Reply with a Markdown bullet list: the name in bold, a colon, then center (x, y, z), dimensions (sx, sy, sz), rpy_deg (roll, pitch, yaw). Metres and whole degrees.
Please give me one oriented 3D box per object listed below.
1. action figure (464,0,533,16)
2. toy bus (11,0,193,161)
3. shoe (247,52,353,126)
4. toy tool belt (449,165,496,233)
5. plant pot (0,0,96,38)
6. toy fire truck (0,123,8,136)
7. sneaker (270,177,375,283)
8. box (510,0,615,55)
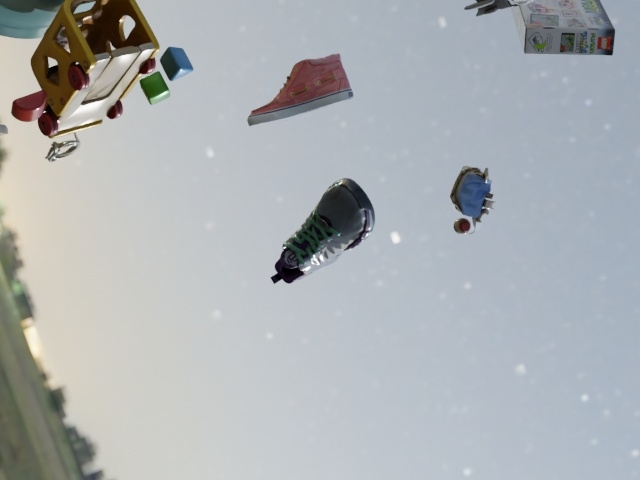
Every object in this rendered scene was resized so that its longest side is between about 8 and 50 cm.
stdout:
- **action figure**: center (0.262, -0.348, 1.709), dimensions (0.185, 0.285, 0.099), rpy_deg (-5, -63, 34)
- **toy bus**: center (-0.262, -0.192, 1.598), dimensions (0.104, 0.202, 0.191), rpy_deg (62, 6, 11)
- **shoe**: center (-0.040, -0.240, 2.334), dimensions (0.063, 0.178, 0.081), rpy_deg (-19, 93, -77)
- **toy tool belt**: center (0.181, -0.047, 1.741), dimensions (0.051, 0.052, 0.083), rpy_deg (-163, -96, -71)
- **plant pot**: center (-0.337, -0.356, 1.670), dimensions (0.293, 0.293, 0.196), rpy_deg (63, -32, 27)
- **toy fire truck**: center (-0.536, -0.173, 1.920), dimensions (0.246, 0.217, 0.158), rpy_deg (64, 29, -42)
- **sneaker**: center (0.000, 0.000, 1.954), dimensions (0.083, 0.098, 0.223), rpy_deg (48, -28, 9)
- **box**: center (0.315, -0.293, 1.923), dimensions (0.207, 0.114, 0.036), rpy_deg (-85, 177, -64)
